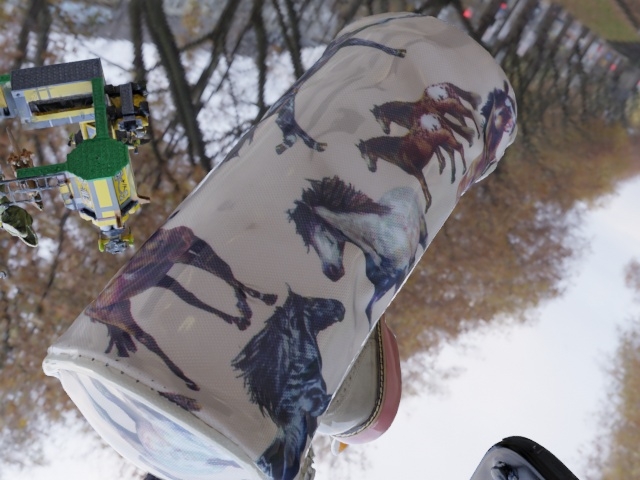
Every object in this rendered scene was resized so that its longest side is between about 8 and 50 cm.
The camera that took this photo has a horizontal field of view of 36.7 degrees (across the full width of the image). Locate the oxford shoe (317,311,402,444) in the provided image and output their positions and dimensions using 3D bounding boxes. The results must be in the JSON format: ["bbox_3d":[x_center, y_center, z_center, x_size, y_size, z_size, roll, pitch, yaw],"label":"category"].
[{"bbox_3d":[-0.003,0.026,0.979,0.130,0.123,0.348,27,-137,-50],"label":"oxford shoe"}]

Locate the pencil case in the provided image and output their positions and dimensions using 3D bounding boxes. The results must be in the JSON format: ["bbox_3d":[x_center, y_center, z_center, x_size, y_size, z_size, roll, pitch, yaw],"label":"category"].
[{"bbox_3d":[0.000,0.000,0.687,0.183,0.160,0.410,46,-124,-14],"label":"pencil case"}]

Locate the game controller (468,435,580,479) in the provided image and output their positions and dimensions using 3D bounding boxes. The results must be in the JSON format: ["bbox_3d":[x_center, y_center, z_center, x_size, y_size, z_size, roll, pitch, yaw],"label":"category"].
[{"bbox_3d":[0.262,0.331,0.910,0.067,0.166,0.319,-21,-125,-39],"label":"game controller"}]

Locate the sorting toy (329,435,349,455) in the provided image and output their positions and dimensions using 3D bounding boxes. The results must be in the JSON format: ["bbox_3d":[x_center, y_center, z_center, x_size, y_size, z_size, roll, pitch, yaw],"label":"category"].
[{"bbox_3d":[0.023,0.264,1.450,0.083,0.044,0.075,-109,-1,-48],"label":"sorting toy"}]

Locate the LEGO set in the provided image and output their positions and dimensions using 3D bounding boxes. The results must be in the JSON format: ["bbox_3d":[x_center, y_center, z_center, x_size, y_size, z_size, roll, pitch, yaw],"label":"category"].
[{"bbox_3d":[-0.329,-0.049,1.026,0.331,0.192,0.255,-16,-131,-12],"label":"LEGO set"}]
